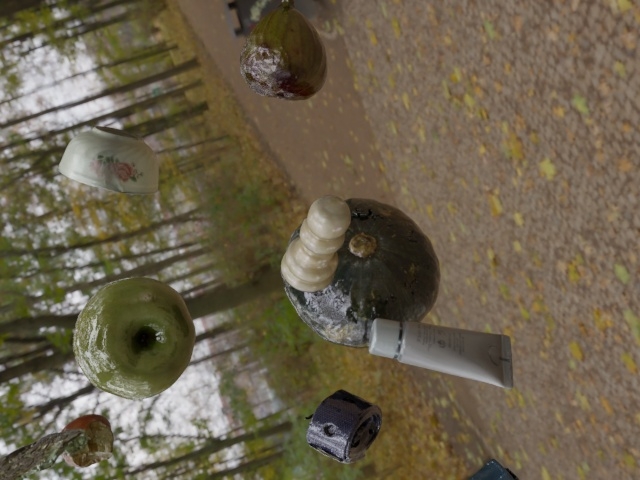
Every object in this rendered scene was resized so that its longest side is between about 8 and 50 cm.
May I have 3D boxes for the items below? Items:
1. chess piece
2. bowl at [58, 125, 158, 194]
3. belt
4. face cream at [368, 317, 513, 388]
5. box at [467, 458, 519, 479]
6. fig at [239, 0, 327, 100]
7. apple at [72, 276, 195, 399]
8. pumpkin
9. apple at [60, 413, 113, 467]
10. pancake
[{"bbox_3d":[0.000,0.000,1.859,0.142,0.143,0.260,65,151,29],"label":"chess piece"},{"bbox_3d":[-0.573,-0.232,2.167,0.277,0.277,0.145,-133,57,-72],"label":"bowl"},{"bbox_3d":[0.047,0.407,1.724,0.230,0.126,0.139,17,-87,-69],"label":"belt"},{"bbox_3d":[0.264,0.233,1.691,0.089,0.315,0.143,100,180,-45],"label":"face cream"},{"bbox_3d":[0.339,0.485,1.550,0.054,0.099,0.074,53,174,-22],"label":"box"},{"bbox_3d":[-0.077,-0.505,1.879,0.217,0.217,0.320,180,96,-82],"label":"fig"},{"bbox_3d":[-0.535,0.275,2.232,0.357,0.358,0.357,159,90,-83],"label":"apple"},{"bbox_3d":[0.115,0.090,2.225,0.344,0.455,0.454,82,166,-68],"label":"pumpkin"},{"bbox_3d":[-0.745,0.634,2.471,0.147,0.158,0.155,43,125,53],"label":"apple"},{"bbox_3d":[-0.770,0.591,2.017,0.066,0.427,0.305,63,-174,-8],"label":"pancake"}]
